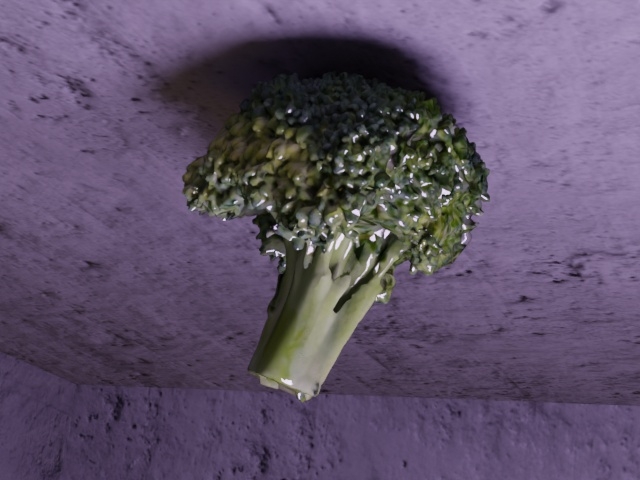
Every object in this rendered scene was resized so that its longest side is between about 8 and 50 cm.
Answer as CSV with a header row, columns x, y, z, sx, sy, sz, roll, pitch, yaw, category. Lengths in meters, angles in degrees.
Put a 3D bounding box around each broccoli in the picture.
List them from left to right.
x,y,z,sx,sy,sz,roll,pitch,yaw,category
-0.007,-0.022,1.211,0.249,0.302,0.375,46,167,5,broccoli
